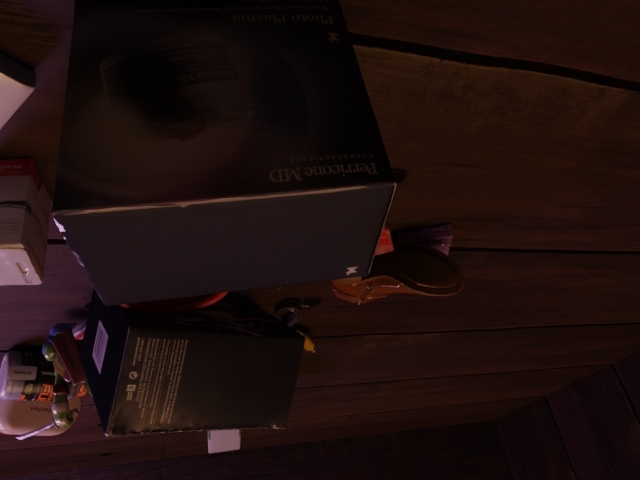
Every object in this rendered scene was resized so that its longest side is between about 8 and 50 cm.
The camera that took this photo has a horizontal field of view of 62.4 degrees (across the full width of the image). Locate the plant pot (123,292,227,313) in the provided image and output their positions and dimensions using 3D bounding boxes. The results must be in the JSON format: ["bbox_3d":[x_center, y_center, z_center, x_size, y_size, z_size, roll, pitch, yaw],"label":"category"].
[{"bbox_3d":[-0.239,-0.001,0.833,0.191,0.174,0.191,-8,150,-5],"label":"plant pot"}]

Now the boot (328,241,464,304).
[{"bbox_3d":[0.152,0.094,1.151,0.283,0.109,0.220,3,155,3],"label":"boot"}]

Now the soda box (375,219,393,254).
[{"bbox_3d":[0.000,0.000,1.004,0.263,0.083,0.092,-15,149,7],"label":"soda box"}]

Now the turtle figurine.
[{"bbox_3d":[-0.490,0.326,1.175,0.266,0.275,0.198,16,-170,19],"label":"turtle figurine"}]

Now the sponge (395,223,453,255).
[{"bbox_3d":[0.226,0.038,1.193,0.117,0.031,0.210,-10,150,-1],"label":"sponge"}]

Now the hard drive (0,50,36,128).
[{"bbox_3d":[-0.512,-0.141,0.611,0.307,0.040,0.203,-34,143,23],"label":"hard drive"}]

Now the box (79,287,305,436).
[{"bbox_3d":[-0.255,0.203,0.999,0.312,0.179,0.343,11,-176,-33],"label":"box"}]

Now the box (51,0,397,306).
[{"bbox_3d":[-0.102,-0.110,0.582,0.296,0.294,0.183,-6,149,-9],"label":"box"}]

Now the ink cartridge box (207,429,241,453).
[{"bbox_3d":[-0.265,0.435,1.422,0.087,0.208,0.153,-3,132,-13],"label":"ink cartridge box"}]

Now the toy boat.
[{"bbox_3d":[-0.794,0.454,1.470,0.151,0.151,0.231,4,164,42],"label":"toy boat"}]

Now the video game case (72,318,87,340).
[{"bbox_3d":[-0.440,0.251,1.284,0.204,0.025,0.285,-30,135,29],"label":"video game case"}]

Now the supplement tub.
[{"bbox_3d":[-0.676,0.334,1.300,0.190,0.117,0.117,13,141,-35],"label":"supplement tub"}]

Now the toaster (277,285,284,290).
[{"bbox_3d":[-0.061,-0.046,0.834,0.186,0.110,0.168,-45,147,-6],"label":"toaster"}]

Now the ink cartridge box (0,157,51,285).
[{"bbox_3d":[-0.433,-0.025,0.751,0.063,0.150,0.109,-3,148,-14],"label":"ink cartridge box"}]

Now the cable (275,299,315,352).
[{"bbox_3d":[-0.095,0.231,1.412,0.139,0.072,0.287,3,138,9],"label":"cable"}]
